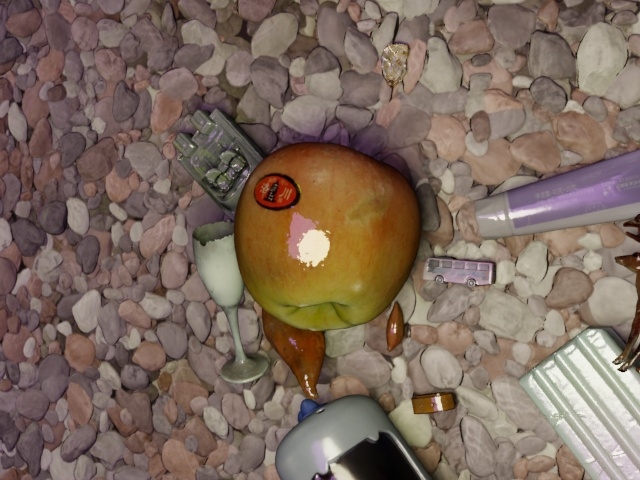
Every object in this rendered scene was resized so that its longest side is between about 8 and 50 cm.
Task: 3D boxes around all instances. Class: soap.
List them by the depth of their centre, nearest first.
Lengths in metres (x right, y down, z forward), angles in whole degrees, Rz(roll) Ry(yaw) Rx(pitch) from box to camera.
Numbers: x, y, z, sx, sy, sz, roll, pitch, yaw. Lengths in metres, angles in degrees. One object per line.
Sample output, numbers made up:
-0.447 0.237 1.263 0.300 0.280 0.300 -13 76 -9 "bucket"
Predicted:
0.486 0.292 1.582 0.173 0.095 0.289 -42 74 20 "soap"

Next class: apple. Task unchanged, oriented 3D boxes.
0.000 0.000 1.683 0.338 0.338 0.305 6 76 27 "apple"

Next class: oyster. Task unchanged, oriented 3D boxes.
0.139 -0.325 1.783 0.054 0.019 0.083 10 94 25 "oyster"

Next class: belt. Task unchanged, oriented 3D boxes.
0.207 0.295 1.744 0.083 0.059 0.036 -14 84 38 "belt"

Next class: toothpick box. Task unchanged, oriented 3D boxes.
0.064 0.441 1.734 0.263 0.263 0.355 -41 73 22 "toothpick box"

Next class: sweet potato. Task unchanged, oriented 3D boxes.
0.140 0.162 1.788 0.034 0.034 0.095 9 96 26 "sweet potato"
-0.060 0.152 1.841 0.112 0.112 0.359 -39 51 22 "sweet potato"

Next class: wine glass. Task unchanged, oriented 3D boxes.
-0.241 0.106 1.861 0.264 0.096 0.310 9 122 35 "wine glass"

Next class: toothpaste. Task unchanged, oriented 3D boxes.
0.447 -0.073 1.607 0.371 0.080 0.125 -14 85 21 "toothpaste"

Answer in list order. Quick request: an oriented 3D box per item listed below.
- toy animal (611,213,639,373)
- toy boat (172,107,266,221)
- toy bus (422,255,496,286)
0.535 0.091 1.481 0.243 0.087 0.260 20 81 60 "toy animal"
-0.160 -0.120 1.898 0.319 0.092 0.141 47 110 17 "toy boat"
0.251 0.056 1.726 0.130 0.037 0.052 5 92 26 "toy bus"
